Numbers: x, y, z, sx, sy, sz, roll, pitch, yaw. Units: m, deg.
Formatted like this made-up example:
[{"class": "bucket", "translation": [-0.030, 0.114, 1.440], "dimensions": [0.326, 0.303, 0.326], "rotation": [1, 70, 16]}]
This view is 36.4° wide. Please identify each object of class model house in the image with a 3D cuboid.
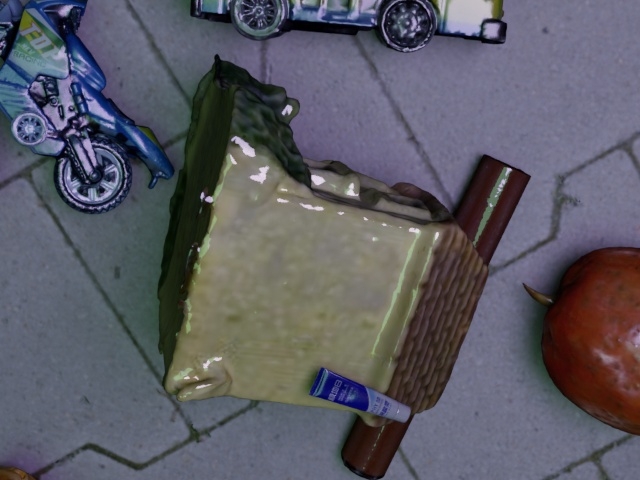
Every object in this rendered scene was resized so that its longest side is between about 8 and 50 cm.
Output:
[{"class": "model house", "translation": [0.000, 0.000, 0.873], "dimensions": [0.266, 0.321, 0.261], "rotation": [14, 103, -14]}]

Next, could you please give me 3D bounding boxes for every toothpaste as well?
[{"class": "toothpaste", "translation": [0.031, 0.123, 0.756], "dimensions": [0.083, 0.015, 0.024], "rotation": [24, 94, -19]}]

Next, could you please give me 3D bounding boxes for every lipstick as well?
[{"class": "lipstick", "translation": [0.114, 0.083, 1.003], "dimensions": [0.057, 0.057, 0.357], "rotation": [24, 100, -4]}]

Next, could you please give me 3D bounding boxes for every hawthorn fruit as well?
[{"class": "hawthorn fruit", "translation": [0.288, 0.089, 0.947], "dimensions": [0.200, 0.179, 0.179], "rotation": [19, 101, 10]}]

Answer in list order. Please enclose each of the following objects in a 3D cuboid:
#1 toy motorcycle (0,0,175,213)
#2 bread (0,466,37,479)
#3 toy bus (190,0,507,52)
[{"class": "toy motorcycle", "translation": [-0.246, -0.146, 0.941], "dimensions": [0.135, 0.092, 0.254], "rotation": [-37, 102, -10]}, {"class": "bread", "translation": [-0.296, 0.410, 1.025], "dimensions": [0.195, 0.149, 0.344], "rotation": [-30, 100, 17]}, {"class": "toy bus", "translation": [0.031, -0.266, 0.897], "dimensions": [0.287, 0.138, 0.175], "rotation": [5, 102, 0]}]
